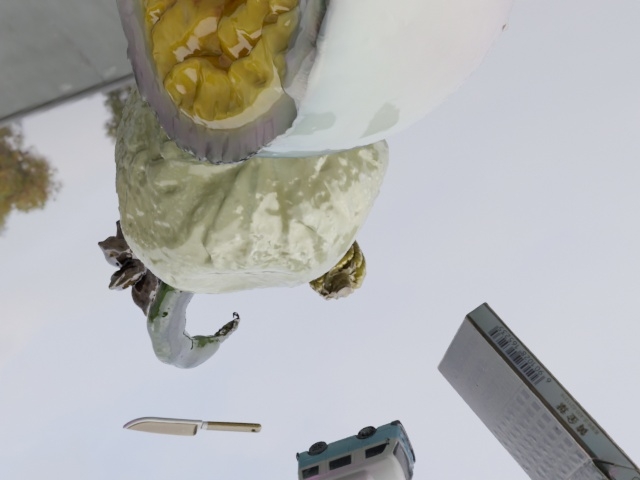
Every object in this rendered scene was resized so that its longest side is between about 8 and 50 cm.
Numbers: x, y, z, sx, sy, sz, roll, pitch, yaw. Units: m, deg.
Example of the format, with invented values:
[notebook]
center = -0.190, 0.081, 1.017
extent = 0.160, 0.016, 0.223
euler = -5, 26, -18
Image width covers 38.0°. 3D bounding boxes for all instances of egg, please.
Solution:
[egg]
center = 0.030, -0.259, 0.827
extent = 0.340, 0.354, 0.354
euler = -16, -168, -36

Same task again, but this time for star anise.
[star anise]
center = -0.371, 0.042, 1.904
extent = 0.073, 0.197, 0.212
euler = -30, -138, 36

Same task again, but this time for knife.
[knife]
center = -0.234, 0.348, 1.712
extent = 0.256, 0.046, 0.022
euler = 7, -137, -18

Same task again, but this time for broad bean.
[broad bean]
center = -0.189, 0.110, 1.334
extent = 0.049, 0.292, 0.144
euler = 34, -108, 22

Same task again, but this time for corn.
[corn]
center = 0.000, 0.000, 1.737
extent = 0.119, 0.119, 0.322
euler = -24, -141, -5

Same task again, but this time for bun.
[bun]
center = -0.103, -0.109, 1.121
extent = 0.349, 0.227, 0.352
euler = -30, -124, 4

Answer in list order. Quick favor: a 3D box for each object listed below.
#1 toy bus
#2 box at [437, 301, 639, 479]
[toy bus]
center = 0.038, 0.245, 0.988
extent = 0.123, 0.060, 0.075
euler = -20, -163, 9
[box]
center = 0.293, 0.249, 1.247
extent = 0.047, 0.325, 0.180
euler = -31, 157, -23
